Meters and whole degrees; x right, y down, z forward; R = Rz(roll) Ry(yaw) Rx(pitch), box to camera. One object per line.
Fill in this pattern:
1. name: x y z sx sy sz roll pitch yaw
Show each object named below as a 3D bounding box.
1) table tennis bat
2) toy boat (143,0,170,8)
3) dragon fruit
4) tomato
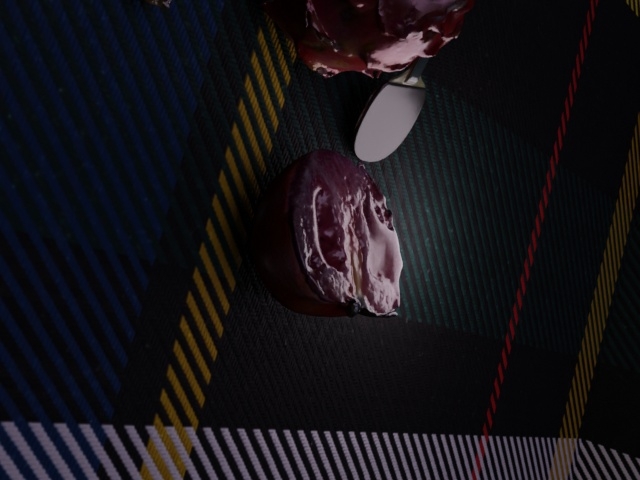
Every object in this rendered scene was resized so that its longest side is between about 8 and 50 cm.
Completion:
1. table tennis bat: 0.155 -0.279 1.504 0.173 0.022 0.301 -5 130 -48
2. toy boat: -0.171 -0.474 1.072 0.089 0.121 0.321 14 108 -42
3. dragon fruit: 0.107 -0.426 1.282 0.386 0.249 0.371 -26 137 -17
4. tomato: 0.000 0.002 1.394 0.334 0.176 0.290 17 66 -48
